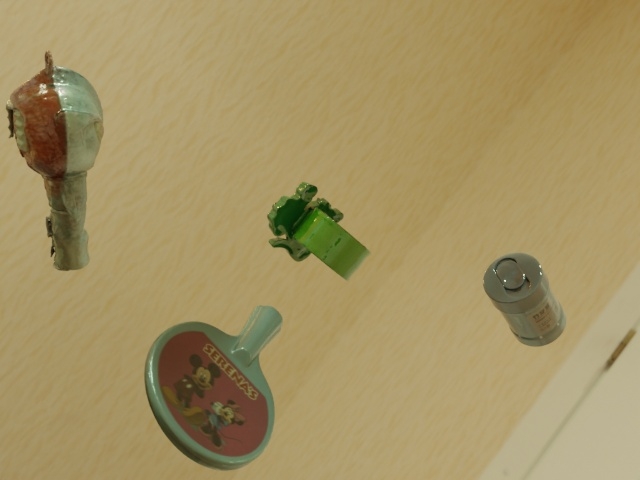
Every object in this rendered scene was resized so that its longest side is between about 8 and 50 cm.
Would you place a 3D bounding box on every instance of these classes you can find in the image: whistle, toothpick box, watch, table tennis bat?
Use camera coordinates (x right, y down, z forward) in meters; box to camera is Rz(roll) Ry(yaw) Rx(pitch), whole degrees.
[{"bbox_3d":[-0.392,-0.112,1.023,0.142,0.134,0.346,25,-56,27],"label":"whistle"},{"bbox_3d":[0.352,0.103,1.169,0.101,0.101,0.153,33,-11,48],"label":"toothpick box"},{"bbox_3d":[0.000,0.000,1.196,0.152,0.131,0.165,42,0,39],"label":"watch"},{"bbox_3d":[-0.095,0.134,0.708,0.153,0.040,0.244,49,26,-5],"label":"table tennis bat"}]
